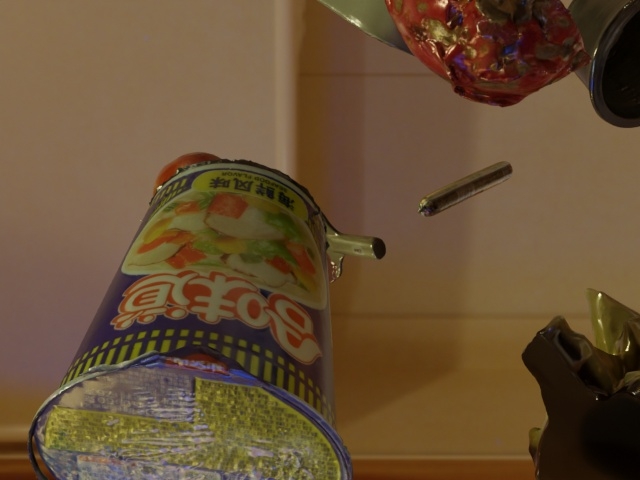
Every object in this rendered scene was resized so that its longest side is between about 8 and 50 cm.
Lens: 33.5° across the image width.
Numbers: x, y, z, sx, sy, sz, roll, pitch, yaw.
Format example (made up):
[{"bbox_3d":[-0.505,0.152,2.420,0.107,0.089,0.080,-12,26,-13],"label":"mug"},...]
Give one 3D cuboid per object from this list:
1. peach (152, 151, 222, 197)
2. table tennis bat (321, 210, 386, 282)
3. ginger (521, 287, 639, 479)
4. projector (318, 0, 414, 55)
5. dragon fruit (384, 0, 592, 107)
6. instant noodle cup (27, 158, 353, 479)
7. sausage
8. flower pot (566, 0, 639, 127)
[{"bbox_3d":[-0.132,-0.051,1.140,0.101,0.101,0.100,0,-90,-90],"label":"peach"},{"bbox_3d":[0.000,0.000,1.382,0.234,0.022,0.131,7,121,52],"label":"table tennis bat"},{"bbox_3d":[0.375,0.189,1.073,0.413,0.211,0.358,29,151,45],"label":"ginger"},{"bbox_3d":[0.143,-0.372,1.345,0.248,0.249,0.249,44,112,42],"label":"projector"},{"bbox_3d":[0.166,-0.241,1.126,0.134,0.262,0.211,-48,3,-2],"label":"dragon fruit"},{"bbox_3d":[-0.099,0.090,1.007,0.312,0.284,0.284,-84,-5,-47],"label":"instant noodle cup"},{"bbox_3d":[0.218,-0.078,1.567,0.269,0.033,0.032,-24,-59,-49],"label":"sausage"},{"bbox_3d":[0.460,-0.304,1.618,0.148,0.235,0.235,46,145,47],"label":"flower pot"}]
